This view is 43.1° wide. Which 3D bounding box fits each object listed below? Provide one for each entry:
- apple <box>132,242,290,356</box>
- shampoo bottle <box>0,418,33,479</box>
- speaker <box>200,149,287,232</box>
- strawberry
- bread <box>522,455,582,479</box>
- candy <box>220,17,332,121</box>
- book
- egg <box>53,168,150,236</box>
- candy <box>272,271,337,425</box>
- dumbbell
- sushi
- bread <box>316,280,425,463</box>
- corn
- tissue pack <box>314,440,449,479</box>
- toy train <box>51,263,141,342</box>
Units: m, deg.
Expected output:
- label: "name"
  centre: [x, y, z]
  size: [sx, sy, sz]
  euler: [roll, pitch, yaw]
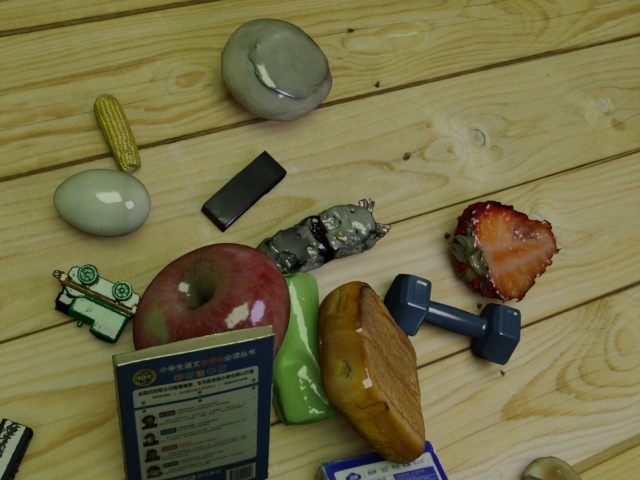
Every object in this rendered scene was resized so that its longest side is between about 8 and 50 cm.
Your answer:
- label: "apple"
  centre: [-0.216, 0.177, 1.697]
  size: [0.344, 0.269, 0.345]
  euler: [-11, 50, 13]
- label: "shampoo bottle"
  centre: [-0.646, 0.502, 1.552]
  size: [0.071, 0.098, 0.310]
  euler: [22, 65, -8]
- label: "speaker"
  centre: [-0.184, -0.119, 1.961]
  size: [0.082, 0.044, 0.218]
  euler: [44, 64, 2]
- label: "strawberry"
  centre: [0.443, 0.012, 2.060]
  size: [0.280, 0.150, 0.253]
  euler: [-40, 98, -33]
- label: "bread"
  centre: [0.547, 0.558, 1.916]
  size: [0.157, 0.083, 0.094]
  euler: [10, 65, -16]
- label: "candy"
  centre: [-0.115, -0.422, 2.021]
  size: [0.295, 0.185, 0.296]
  euler: [16, 59, -28]
- label: "book"
  centre: [-0.239, 0.357, 1.586]
  size: [0.300, 0.428, 0.039]
  euler: [-8, 38, -19]
- label: "egg"
  centre: [-0.482, -0.084, 1.795]
  size: [0.209, 0.151, 0.151]
  euler: [4, 69, -10]
- label: "candy"
  centre: [-0.055, 0.239, 1.820]
  size: [0.142, 0.132, 0.344]
  euler: [-2, 70, -26]
- label: "dumbbell"
  centre: [0.315, 0.188, 1.945]
  size: [0.324, 0.160, 0.144]
  euler: [17, 88, -11]
- label: "sushi"
  centre: [0.000, 0.000, 1.925]
  size: [0.332, 0.130, 0.124]
  euler: [-20, 75, -22]
- label: "bread"
  centre: [0.100, 0.292, 1.736]
  size: [0.337, 0.148, 0.328]
  euler: [51, 26, -39]
- label: "corn"
  centre: [-0.477, -0.253, 1.906]
  size: [0.067, 0.067, 0.206]
  euler: [-20, 78, -23]
- label: "tissue pack"
  centre: [0.142, 0.562, 1.741]
  size: [0.269, 0.137, 0.209]
  euler: [-8, 47, -21]
- label: "toy train"
  centre: [-0.481, 0.137, 1.748]
  size: [0.227, 0.091, 0.136]
  euler: [24, 75, -8]
